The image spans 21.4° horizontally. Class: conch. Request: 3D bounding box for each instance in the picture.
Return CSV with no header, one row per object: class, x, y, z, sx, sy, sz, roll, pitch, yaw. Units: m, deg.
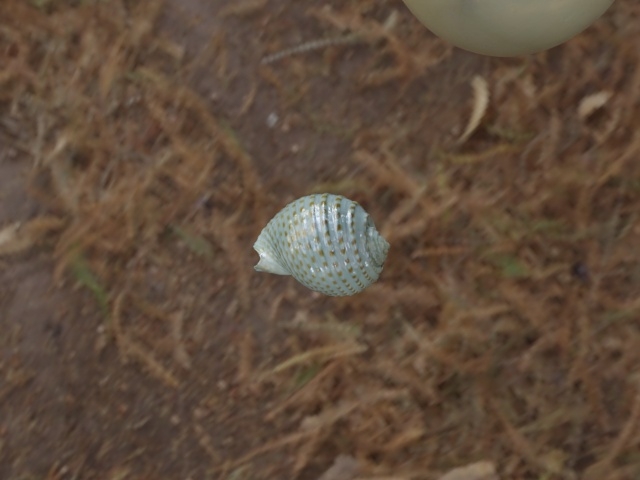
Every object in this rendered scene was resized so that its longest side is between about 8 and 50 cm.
conch,0.002,-0.003,1.069,0.085,0.057,0.076,10,46,-1

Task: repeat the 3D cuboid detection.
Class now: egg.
egg,0.129,-0.223,1.150,0.186,0.186,0.242,24,42,-10
